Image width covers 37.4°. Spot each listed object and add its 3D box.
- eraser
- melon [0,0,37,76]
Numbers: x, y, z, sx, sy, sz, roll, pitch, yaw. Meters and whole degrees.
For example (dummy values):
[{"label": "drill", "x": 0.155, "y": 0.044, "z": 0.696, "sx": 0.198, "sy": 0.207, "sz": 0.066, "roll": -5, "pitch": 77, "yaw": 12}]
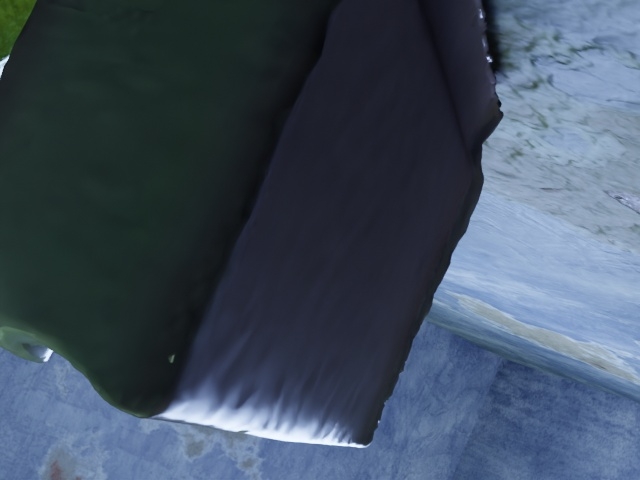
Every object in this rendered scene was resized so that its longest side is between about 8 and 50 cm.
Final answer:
[{"label": "eraser", "x": -0.009, "y": -0.038, "z": 0.491, "sx": 0.122, "sy": 0.272, "sz": 0.359, "roll": 22, "pitch": 174, "yaw": 19}, {"label": "melon", "x": -0.110, "y": -0.136, "z": 0.546, "sx": 0.196, "sy": 0.124, "sz": 0.323, "roll": -23, "pitch": 174, "yaw": 16}]
